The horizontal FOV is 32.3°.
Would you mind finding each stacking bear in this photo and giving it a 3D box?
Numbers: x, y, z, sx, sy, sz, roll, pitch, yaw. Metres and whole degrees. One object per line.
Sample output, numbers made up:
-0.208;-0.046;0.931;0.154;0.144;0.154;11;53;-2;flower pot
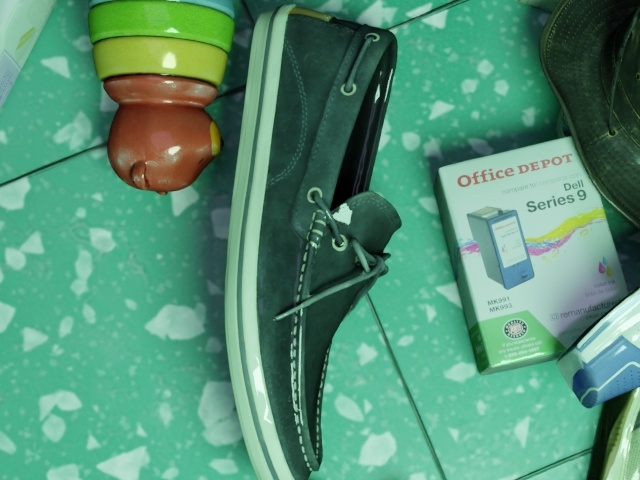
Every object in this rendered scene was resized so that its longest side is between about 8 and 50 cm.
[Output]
-0.161;-0.193;1.155;0.164;0.175;0.289;2;87;0;stacking bear

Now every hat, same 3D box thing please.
0.390;-0.165;1.100;0.331;0.134;0.331;7;68;-17;hat

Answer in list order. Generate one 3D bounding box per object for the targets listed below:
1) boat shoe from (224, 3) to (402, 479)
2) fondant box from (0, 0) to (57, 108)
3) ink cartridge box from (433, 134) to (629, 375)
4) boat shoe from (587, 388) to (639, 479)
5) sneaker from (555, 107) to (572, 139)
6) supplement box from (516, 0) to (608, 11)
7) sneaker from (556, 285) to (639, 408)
0.000;0.000;1.098;0.156;0.187;0.500;2;75;8;boat shoe
-0.468;-0.290;1.207;0.330;0.096;0.238;24;82;7;fondant box
0.215;0.016;1.131;0.154;0.093;0.212;-12;77;0;ink cartridge box
0.323;0.190;1.107;0.073;0.080;0.223;17;86;-1;boat shoe
0.284;-0.169;1.179;0.052;0.058;0.135;5;79;3;sneaker
0.269;-0.282;1.210;0.098;0.036;0.062;17;80;5;supplement box
0.390;0.084;0.998;0.315;0.127;0.182;-32;78;-4;sneaker
